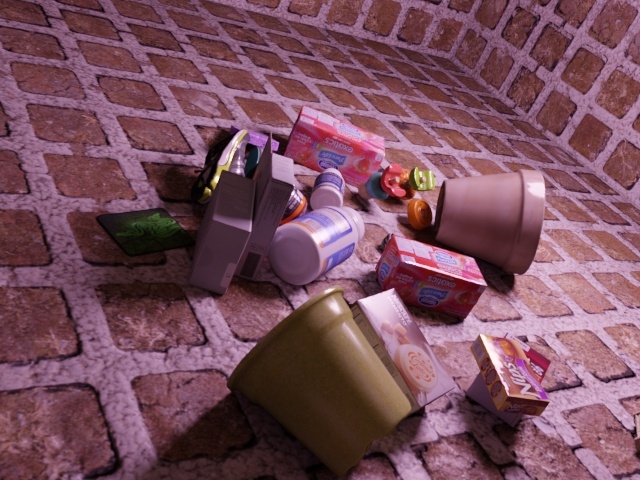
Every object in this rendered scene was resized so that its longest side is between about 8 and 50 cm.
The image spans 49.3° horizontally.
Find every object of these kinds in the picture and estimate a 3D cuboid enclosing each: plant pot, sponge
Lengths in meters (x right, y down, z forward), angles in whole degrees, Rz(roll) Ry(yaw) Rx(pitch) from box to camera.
[{"bbox_3d":[0.017,0.266,1.250,0.254,0.276,0.276,48,35,14],"label":"plant pot"},{"bbox_3d":[-0.206,-0.315,2.136,0.117,0.031,0.210,14,10,-20],"label":"sponge"},{"bbox_3d":[0.500,-0.072,2.127,0.280,0.323,0.323,8,30,2],"label":"plant pot"}]

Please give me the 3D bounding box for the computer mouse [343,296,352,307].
[{"bbox_3d":[0.014,0.161,1.601,0.106,0.042,0.193,42,33,25],"label":"computer mouse"}]

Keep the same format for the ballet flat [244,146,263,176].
[{"bbox_3d":[-0.177,-0.184,1.992,0.079,0.077,0.222,34,29,-23],"label":"ballet flat"}]

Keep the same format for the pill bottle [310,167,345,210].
[{"bbox_3d":[0.024,-0.148,2.051,0.094,0.094,0.169,22,30,-6],"label":"pill bottle"}]

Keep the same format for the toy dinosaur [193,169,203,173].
[{"bbox_3d":[-0.305,-0.189,1.899,0.047,0.090,0.082,24,-6,30],"label":"toy dinosaur"}]

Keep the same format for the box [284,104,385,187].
[{"bbox_3d":[0.047,-0.304,2.270,0.299,0.142,0.154,21,30,-9],"label":"box"}]

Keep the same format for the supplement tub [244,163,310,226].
[{"bbox_3d":[-0.106,-0.108,1.824,0.198,0.106,0.106,45,19,-28],"label":"supplement tub"}]

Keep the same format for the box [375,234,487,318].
[{"bbox_3d":[0.287,0.096,1.832,0.256,0.123,0.128,16,31,-17],"label":"box"}]

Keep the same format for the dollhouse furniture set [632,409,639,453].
[{"bbox_3d":[0.852,0.482,1.716,0.161,0.101,0.182,51,30,-4],"label":"dollhouse furniture set"}]

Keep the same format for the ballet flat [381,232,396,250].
[{"bbox_3d":[0.252,0.043,1.951,0.188,0.070,0.070,36,31,18],"label":"ballet flat"}]

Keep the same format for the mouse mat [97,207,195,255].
[{"bbox_3d":[-0.402,-0.024,1.617,0.189,0.007,0.152,-11,46,-48],"label":"mouse mat"}]

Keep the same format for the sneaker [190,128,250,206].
[{"bbox_3d":[-0.244,-0.179,1.855,0.121,0.111,0.300,46,43,-28],"label":"sneaker"}]

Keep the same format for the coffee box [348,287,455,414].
[{"bbox_3d":[0.149,0.237,1.453,0.141,0.098,0.247,-10,64,-49],"label":"coffee box"}]

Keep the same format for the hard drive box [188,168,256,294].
[{"bbox_3d":[-0.221,-0.023,1.577,0.089,0.181,0.232,19,31,-13],"label":"hard drive box"}]

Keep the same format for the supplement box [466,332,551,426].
[{"bbox_3d":[0.448,0.322,1.645,0.130,0.073,0.239,34,30,16],"label":"supplement box"}]

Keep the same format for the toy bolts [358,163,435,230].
[{"bbox_3d":[0.232,-0.135,2.205,0.228,0.158,0.219,12,71,-42],"label":"toy bolts"}]

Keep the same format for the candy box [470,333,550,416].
[{"bbox_3d":[0.413,0.294,1.537,0.109,0.053,0.187,13,32,-18],"label":"candy box"}]

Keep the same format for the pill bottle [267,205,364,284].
[{"bbox_3d":[0.000,0.000,1.739,0.152,0.152,0.272,35,30,17],"label":"pill bottle"}]

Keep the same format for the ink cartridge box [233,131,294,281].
[{"bbox_3d":[-0.135,-0.082,1.638,0.060,0.275,0.239,17,31,-14],"label":"ink cartridge box"}]
